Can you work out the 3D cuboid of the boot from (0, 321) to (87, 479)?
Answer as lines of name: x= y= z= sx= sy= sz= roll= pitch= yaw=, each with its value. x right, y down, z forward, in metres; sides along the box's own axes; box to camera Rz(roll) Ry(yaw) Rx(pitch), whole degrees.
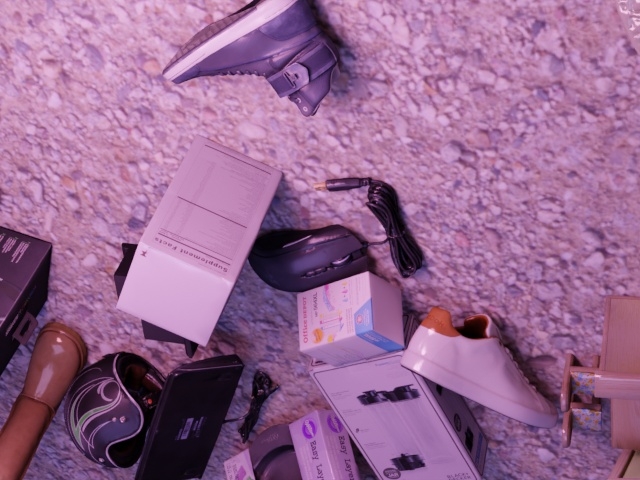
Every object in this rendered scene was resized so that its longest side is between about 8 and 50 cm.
boot: x=-0.472 y=0.296 z=2.053 sx=0.089 sy=0.269 sz=0.236 roll=21 pitch=132 yaw=0

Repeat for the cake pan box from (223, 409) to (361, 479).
cake pan box: x=-0.035 y=0.428 z=2.057 sx=0.070 sy=0.267 sz=0.245 roll=12 pitch=145 yaw=-45

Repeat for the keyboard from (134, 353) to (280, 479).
keyboard: x=-0.182 y=0.289 z=2.063 sx=0.201 sy=0.033 sz=0.317 roll=-3 pitch=138 yaw=-25

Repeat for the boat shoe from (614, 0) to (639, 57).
boat shoe: x=0.501 y=-0.206 z=1.417 sx=0.500 sy=0.156 sz=0.187 roll=45 pitch=133 yaw=-6

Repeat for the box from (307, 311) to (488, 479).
box: x=0.124 y=0.254 z=1.954 sx=0.169 sy=0.087 sz=0.290 roll=-16 pitch=123 yaw=28

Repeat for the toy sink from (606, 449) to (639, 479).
toy sink: x=0.519 y=0.368 z=1.876 sx=0.152 sy=0.234 sz=0.131 roll=-4 pitch=98 yaw=25

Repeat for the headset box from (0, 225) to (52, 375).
headset box: x=-0.565 y=0.084 z=1.925 sx=0.283 sy=0.246 sz=0.131 roll=17 pitch=131 yaw=1

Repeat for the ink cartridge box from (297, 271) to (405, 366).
ink cartridge box: x=0.035 y=0.116 z=1.826 sx=0.143 sy=0.092 sz=0.090 roll=-19 pitch=150 yaw=29

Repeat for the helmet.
helmet: x=-0.334 y=0.278 z=2.067 sx=0.169 sy=0.169 sz=0.161 roll=41 pitch=112 yaw=-17

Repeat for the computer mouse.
computer mouse: x=0.000 y=0.000 z=1.800 sx=0.262 sy=0.060 sz=0.184 roll=-5 pitch=128 yaw=20

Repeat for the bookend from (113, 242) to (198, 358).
bookend: x=-0.240 y=0.086 z=1.882 sx=0.156 sy=0.157 sz=0.072 roll=6 pitch=130 yaw=12

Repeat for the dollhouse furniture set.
dollhouse furniture set: x=0.441 y=0.222 z=1.777 sx=0.212 sy=0.161 sz=0.242 roll=2 pitch=129 yaw=16

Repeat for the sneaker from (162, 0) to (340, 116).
sneaker: x=-0.081 y=-0.213 z=1.631 sx=0.226 sy=0.086 sz=0.163 roll=-23 pitch=116 yaw=30

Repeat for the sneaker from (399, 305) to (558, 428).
sneaker: x=0.255 y=0.183 z=1.848 sx=0.290 sy=0.123 sz=0.106 roll=28 pitch=174 yaw=-32

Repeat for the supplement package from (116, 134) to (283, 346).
supplement package: x=-0.161 y=-0.003 z=1.725 sx=0.139 sy=0.244 sz=0.134 roll=24 pitch=131 yaw=-3
